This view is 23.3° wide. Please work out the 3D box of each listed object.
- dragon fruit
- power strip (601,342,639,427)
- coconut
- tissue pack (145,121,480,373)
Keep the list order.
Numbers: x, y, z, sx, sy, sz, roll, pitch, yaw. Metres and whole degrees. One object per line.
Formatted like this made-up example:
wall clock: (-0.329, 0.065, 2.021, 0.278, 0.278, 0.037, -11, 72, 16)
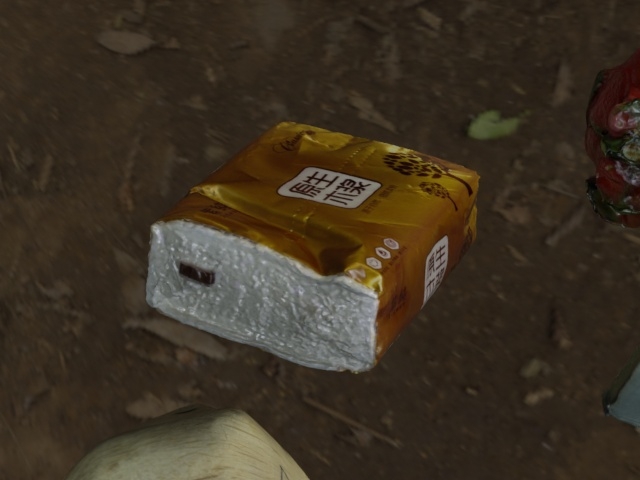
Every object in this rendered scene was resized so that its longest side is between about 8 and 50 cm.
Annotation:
dragon fruit: (0.342, -0.069, 1.262, 0.269, 0.200, 0.198, 29, 123, 0)
power strip: (0.335, 0.092, 1.160, 0.198, 0.213, 0.065, 21, 56, -2)
coconut: (-0.093, 0.226, 1.181, 0.224, 0.224, 0.224, -3, 101, -16)
tissue pack: (0.000, 0.000, 1.140, 0.183, 0.226, 0.092, 14, 116, 19)
